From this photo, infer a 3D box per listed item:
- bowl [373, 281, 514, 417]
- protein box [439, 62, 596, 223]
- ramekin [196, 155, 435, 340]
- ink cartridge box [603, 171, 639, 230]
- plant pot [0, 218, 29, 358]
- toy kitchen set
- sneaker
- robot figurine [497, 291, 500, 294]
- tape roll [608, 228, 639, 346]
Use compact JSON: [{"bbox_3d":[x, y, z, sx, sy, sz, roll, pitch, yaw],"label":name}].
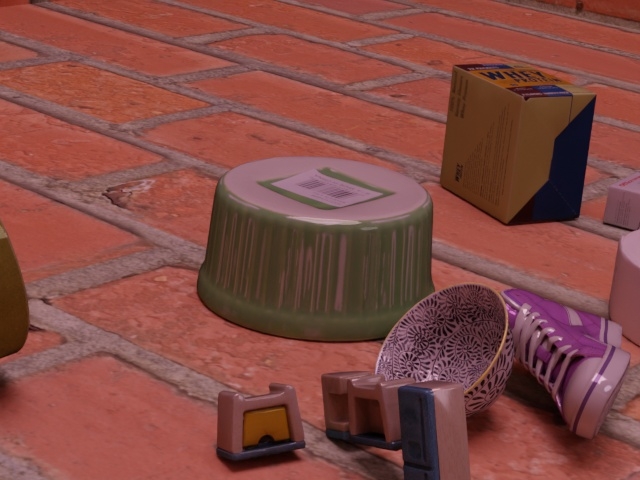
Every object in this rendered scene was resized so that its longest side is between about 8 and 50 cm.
[{"bbox_3d":[0.147,0.135,1.623,0.170,0.080,0.170,-28,36,23],"label":"bowl"},{"bbox_3d":[0.299,-0.153,2.336,0.136,0.200,0.201,-5,21,-26],"label":"protein box"},{"bbox_3d":[0.000,0.000,1.907,0.303,0.148,0.303,4,19,-2],"label":"ramekin"},{"bbox_3d":[0.519,-0.050,2.300,0.150,0.063,0.109,17,23,31],"label":"ink cartridge box"},{"bbox_3d":[-0.491,0.054,1.524,0.293,0.274,0.275,-28,35,-31],"label":"plant pot"},{"bbox_3d":[0.017,0.200,1.451,0.166,0.122,0.207,-6,2,-28],"label":"toy kitchen set"},{"bbox_3d":[0.242,0.126,1.644,0.161,0.102,0.282,24,10,3],"label":"sneaker"},{"bbox_3d":[0.171,0.095,1.801,0.101,0.067,0.115,-18,22,-4],"label":"robot figurine"},{"bbox_3d":[0.509,0.068,1.913,0.286,0.100,0.286,4,20,-2],"label":"tape roll"}]
